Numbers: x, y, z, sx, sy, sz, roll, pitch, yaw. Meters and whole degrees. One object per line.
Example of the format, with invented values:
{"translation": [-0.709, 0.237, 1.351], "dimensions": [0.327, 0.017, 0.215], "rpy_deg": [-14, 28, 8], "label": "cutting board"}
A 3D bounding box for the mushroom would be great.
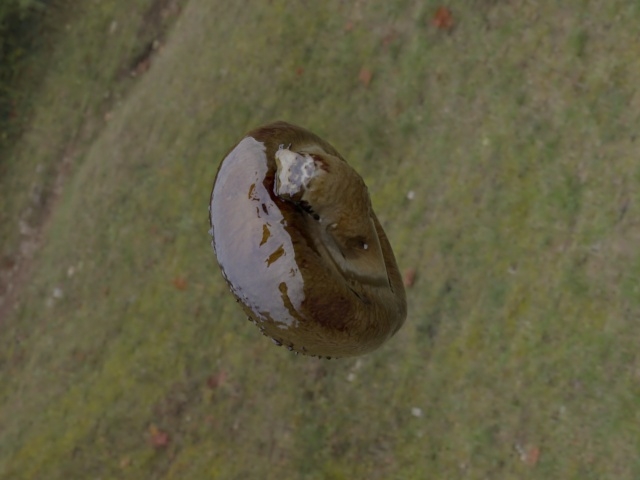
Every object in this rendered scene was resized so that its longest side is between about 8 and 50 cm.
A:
{"translation": [0.000, 0.000, 0.582], "dimensions": [0.087, 0.127, 0.127], "rpy_deg": [-29, 42, 26], "label": "mushroom"}
